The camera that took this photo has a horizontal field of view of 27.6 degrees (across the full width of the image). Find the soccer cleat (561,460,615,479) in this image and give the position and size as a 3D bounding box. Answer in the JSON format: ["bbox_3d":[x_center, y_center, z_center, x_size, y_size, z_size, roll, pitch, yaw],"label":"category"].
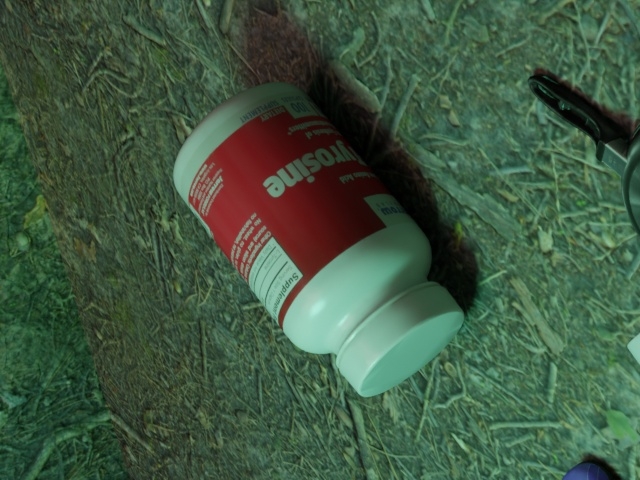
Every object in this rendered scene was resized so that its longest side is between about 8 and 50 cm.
[{"bbox_3d":[0.283,0.422,1.598,0.108,0.116,0.318,7,78,55],"label":"soccer cleat"}]

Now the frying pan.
[{"bbox_3d":[0.336,-0.088,1.314,0.326,0.053,0.197,52,149,14],"label":"frying pan"}]

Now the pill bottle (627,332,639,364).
[{"bbox_3d":[0.412,0.160,1.312,0.208,0.119,0.119,55,151,15],"label":"pill bottle"}]

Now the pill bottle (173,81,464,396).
[{"bbox_3d":[0.000,0.000,1.750,0.408,0.229,0.229,51,149,21],"label":"pill bottle"}]
